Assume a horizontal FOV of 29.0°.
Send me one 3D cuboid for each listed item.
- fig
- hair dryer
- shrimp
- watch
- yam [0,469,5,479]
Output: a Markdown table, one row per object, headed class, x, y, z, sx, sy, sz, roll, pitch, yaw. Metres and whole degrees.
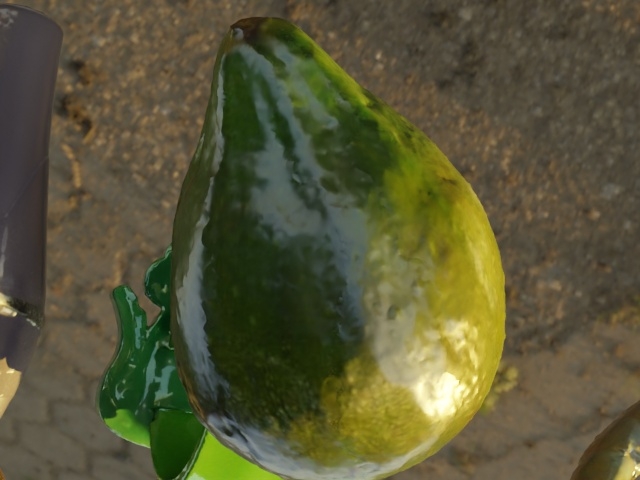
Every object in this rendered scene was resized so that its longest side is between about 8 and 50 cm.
| class | x | y | z | sx | sy | sz | roll | pitch | yaw |
| --- | --- | --- | --- | --- | --- | --- | --- | --- | --- |
| fig | 0.000 | 0.000 | 0.431 | 0.123 | 0.123 | 0.156 | 4 | 127 | 27 |
| hair dryer | -0.347 | -0.033 | 0.792 | 0.361 | 0.301 | 0.121 | 12 | 165 | -12 |
| shrimp | 0.187 | 0.093 | 0.614 | 0.049 | 0.166 | 0.161 | 61 | 154 | 1 |
| watch | -0.061 | 0.075 | 0.757 | 0.131 | 0.165 | 0.152 | 15 | 172 | -20 |
| yam | -0.176 | 0.092 | 0.506 | 0.141 | 0.079 | 0.079 | 52 | 156 | 34 |
